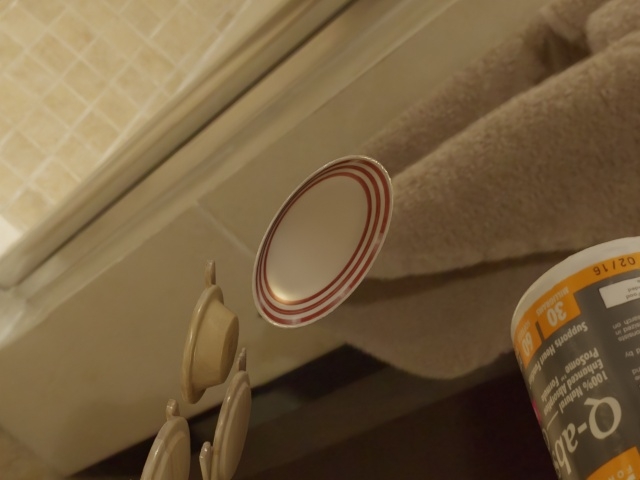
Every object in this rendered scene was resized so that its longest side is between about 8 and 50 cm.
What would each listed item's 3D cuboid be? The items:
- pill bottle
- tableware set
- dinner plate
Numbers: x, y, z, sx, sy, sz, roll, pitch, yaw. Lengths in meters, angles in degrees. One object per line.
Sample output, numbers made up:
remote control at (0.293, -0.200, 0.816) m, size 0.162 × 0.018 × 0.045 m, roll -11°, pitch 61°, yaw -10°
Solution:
pill bottle at (0.241, 0.146, 0.715) m, size 0.162 × 0.162 × 0.278 m, roll 20°, pitch 40°, yaw -32°
tableware set at (-0.060, 0.100, 0.482) m, size 0.020 × 0.141 × 0.168 m, roll 10°, pitch 43°, yaw 8°
dinner plate at (0.000, 0.000, 0.770) m, size 0.017 × 0.141 × 0.141 m, roll 32°, pitch 32°, yaw 34°
